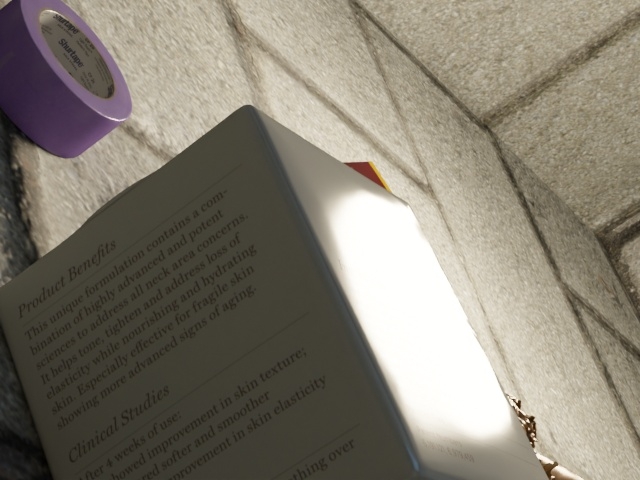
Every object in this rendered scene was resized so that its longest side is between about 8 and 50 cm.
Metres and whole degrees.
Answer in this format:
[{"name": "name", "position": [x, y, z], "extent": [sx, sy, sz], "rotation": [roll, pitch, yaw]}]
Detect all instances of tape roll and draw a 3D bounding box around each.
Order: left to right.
[{"name": "tape roll", "position": [-0.310, -0.194, 1.852], "extent": [0.189, 0.080, 0.189], "rotation": [47, 19, -22]}]

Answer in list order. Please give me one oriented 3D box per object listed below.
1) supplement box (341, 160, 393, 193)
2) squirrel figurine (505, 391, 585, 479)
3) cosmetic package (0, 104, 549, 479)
[{"name": "supplement box", "position": [0.000, 0.000, 2.124], "extent": [0.129, 0.191, 0.194], "rotation": [57, 17, 8]}, {"name": "squirrel figurine", "position": [0.150, 0.364, 1.703], "extent": [0.370, 0.281, 0.397], "rotation": [-54, 136, -52]}, {"name": "cosmetic package", "position": [-0.039, 0.155, 1.498], "extent": [0.327, 0.329, 0.393], "rotation": [27, 33, -55]}]
